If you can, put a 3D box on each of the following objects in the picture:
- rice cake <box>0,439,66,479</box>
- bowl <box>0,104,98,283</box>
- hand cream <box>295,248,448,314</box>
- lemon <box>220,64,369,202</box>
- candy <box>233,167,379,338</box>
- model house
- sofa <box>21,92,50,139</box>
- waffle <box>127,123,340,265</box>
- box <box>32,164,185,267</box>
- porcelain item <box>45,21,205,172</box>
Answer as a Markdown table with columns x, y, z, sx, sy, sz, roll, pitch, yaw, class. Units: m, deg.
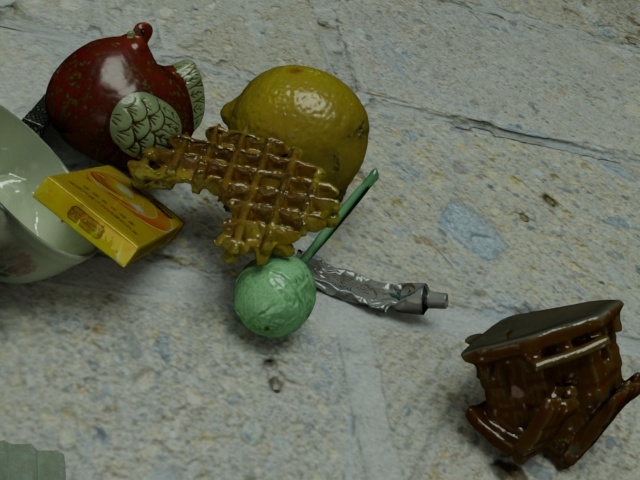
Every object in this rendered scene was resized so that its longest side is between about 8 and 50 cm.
| x | y | z | sx | sy | sz | roll | pitch | yaw | class |
| --- | --- | --- | --- | --- | --- | --- | --- | --- | --- |
| -0.307 | 0.301 | 0.903 | 0.124 | 0.038 | 0.211 | 28 | 28 | -44 | rice cake |
| -0.438 | -0.050 | 1.181 | 0.277 | 0.145 | 0.277 | 53 | 11 | -14 | bowl |
| 0.077 | 0.072 | 1.416 | 0.257 | 0.050 | 0.084 | 12 | 34 | 7 | hand cream |
| -0.042 | -0.187 | 1.525 | 0.253 | 0.228 | 0.228 | 32 | 35 | -12 | lemon |
| 0.000 | 0.000 | 1.392 | 0.119 | 0.119 | 0.440 | 29 | 40 | 9 | candy |
| 0.334 | 0.215 | 1.258 | 0.199 | 0.220 | 0.229 | -31 | 105 | -57 | model house |
| -0.458 | -0.199 | 1.471 | 0.039 | 0.060 | 0.118 | 25 | 35 | -7 | sofa |
| -0.114 | -0.076 | 1.323 | 0.260 | 0.069 | 0.293 | -25 | 53 | -36 | waffle |
| -0.286 | -0.042 | 1.256 | 0.152 | 0.043 | 0.269 | 39 | 10 | -2 | box |
| -0.306 | -0.236 | 1.424 | 0.253 | 0.253 | 0.253 | 14 | 37 | -11 | porcelain item |
